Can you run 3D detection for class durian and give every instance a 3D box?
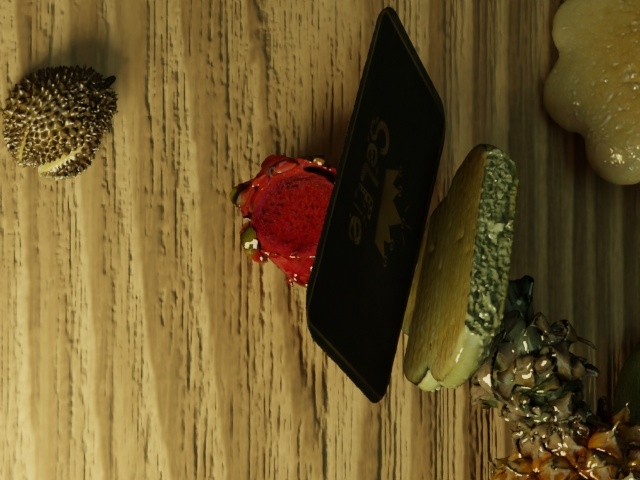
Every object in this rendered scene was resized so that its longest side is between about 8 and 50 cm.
[{"bbox_3d":[-0.248,-0.128,1.322,0.140,0.071,0.110,-45,107,-25],"label":"durian"}]

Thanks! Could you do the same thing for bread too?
[{"bbox_3d":[0.147,0.043,1.430,0.056,0.207,0.287,19,61,-11],"label":"bread"},{"bbox_3d":[0.411,-0.208,1.555,0.316,0.054,0.316,-3,79,14],"label":"bread"}]

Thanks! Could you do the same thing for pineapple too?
[{"bbox_3d":[0.240,0.179,1.476,0.262,0.262,0.272,-22,86,-24],"label":"pineapple"}]

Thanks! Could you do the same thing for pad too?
[{"bbox_3d":[0.078,-0.049,1.344,0.315,0.063,0.375,49,49,-55],"label":"pad"}]

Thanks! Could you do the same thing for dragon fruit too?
[{"bbox_3d":[0.000,0.000,1.407,0.133,0.150,0.208,-36,117,6],"label":"dragon fruit"}]

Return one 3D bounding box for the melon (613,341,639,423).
[{"bbox_3d":[0.421,0.203,1.588,0.139,0.139,0.192,9,84,-25],"label":"melon"}]
